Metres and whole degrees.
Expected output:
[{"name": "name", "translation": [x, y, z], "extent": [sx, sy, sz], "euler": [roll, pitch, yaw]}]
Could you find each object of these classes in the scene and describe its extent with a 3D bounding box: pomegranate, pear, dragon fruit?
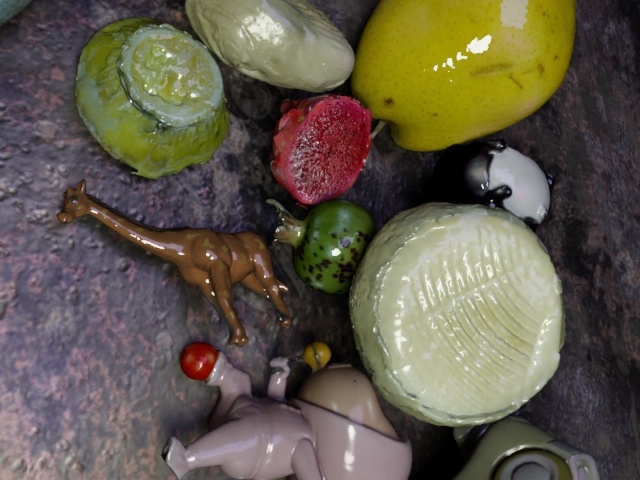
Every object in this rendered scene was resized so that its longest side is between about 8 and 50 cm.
[{"name": "pomegranate", "translation": [0.000, 0.000, 0.856], "extent": [0.161, 0.122, 0.122], "euler": [23, 63, -13]}, {"name": "pear", "translation": [0.196, -0.284, 1.002], "extent": [0.336, 0.285, 0.285], "euler": [-17, 85, 3]}, {"name": "dragon fruit", "translation": [-0.020, -0.125, 0.899], "extent": [0.153, 0.111, 0.153], "euler": [-22, 129, -31]}]

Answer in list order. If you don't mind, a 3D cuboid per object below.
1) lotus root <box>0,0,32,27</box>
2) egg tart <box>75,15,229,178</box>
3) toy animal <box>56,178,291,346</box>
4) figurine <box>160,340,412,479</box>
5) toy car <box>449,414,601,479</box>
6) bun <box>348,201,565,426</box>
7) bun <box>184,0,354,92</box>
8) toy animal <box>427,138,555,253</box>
[{"name": "lotus root", "translation": [-0.355, -0.280, 0.677], "extent": [0.322, 0.140, 0.158], "euler": [-58, 136, -13]}, {"name": "egg tart", "translation": [-0.184, -0.174, 0.799], "extent": [0.197, 0.078, 0.197], "euler": [11, 68, -30]}, {"name": "toy animal", "translation": [-0.148, 0.020, 0.767], "extent": [0.224, 0.066, 0.230], "euler": [-18, 69, -47]}, {"name": "figurine", "translation": [-0.020, 0.203, 0.750], "extent": [0.287, 0.176, 0.186], "euler": [22, 85, -14]}, {"name": "toy car", "translation": [0.164, 0.373, 0.816], "extent": [0.336, 0.226, 0.242], "euler": [-34, 116, -21]}, {"name": "bun", "translation": [0.144, 0.080, 0.812], "extent": [0.259, 0.152, 0.260], "euler": [0, 90, -14]}, {"name": "bun", "translation": [-0.073, -0.260, 0.854], "extent": [0.237, 0.116, 0.210], "euler": [42, 21, 15]}, {"name": "toy animal", "translation": [0.228, -0.005, 0.977], "extent": [0.187, 0.165, 0.235], "euler": [26, 63, -30]}]
